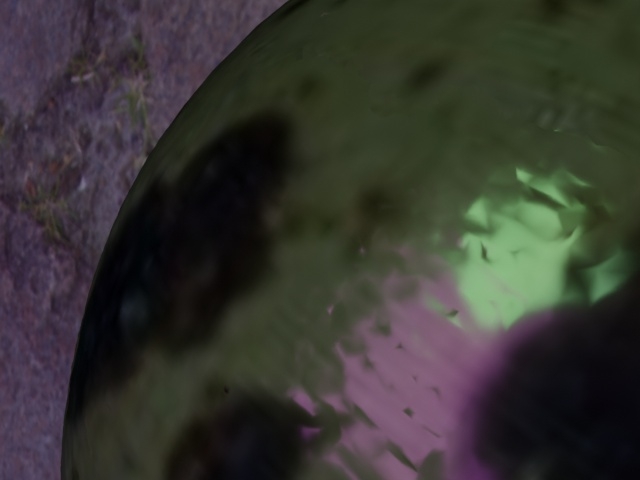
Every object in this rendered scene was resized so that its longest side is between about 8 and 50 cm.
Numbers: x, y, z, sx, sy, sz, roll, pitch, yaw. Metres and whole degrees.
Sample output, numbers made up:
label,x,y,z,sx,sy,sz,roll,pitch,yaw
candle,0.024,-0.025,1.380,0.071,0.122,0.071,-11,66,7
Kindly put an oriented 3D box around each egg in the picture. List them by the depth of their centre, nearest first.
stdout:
label,x,y,z,sx,sy,sz,roll,pitch,yaw
egg,0.074,0.078,0.487,0.345,0.345,0.428,55,132,27
